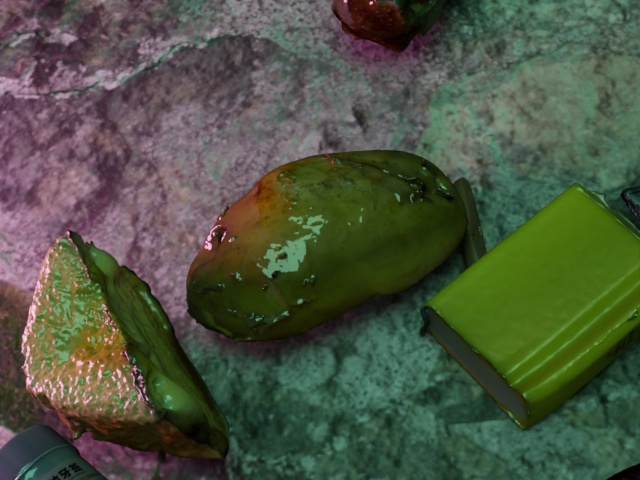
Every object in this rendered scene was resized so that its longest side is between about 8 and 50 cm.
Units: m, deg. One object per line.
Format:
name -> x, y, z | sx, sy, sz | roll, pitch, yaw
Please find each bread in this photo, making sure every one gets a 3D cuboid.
bread -> -0.203, 0.131, 1.304 | 0.133, 0.174, 0.252 | -38, 59, 3

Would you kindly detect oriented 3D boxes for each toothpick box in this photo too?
toothpick box -> -0.234, 0.256, 1.272 | 0.153, 0.101, 0.101 | 35, 69, 22

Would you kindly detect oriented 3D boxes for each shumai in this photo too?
shumai -> 0.061, -0.359, 1.523 | 0.261, 0.225, 0.222 | 45, 59, 4

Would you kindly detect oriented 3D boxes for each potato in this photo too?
potato -> 0.000, 0.000, 1.374 | 0.300, 0.140, 0.173 | -24, 64, -12

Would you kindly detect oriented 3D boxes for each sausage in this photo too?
sausage -> 0.156, -0.015, 1.433 | 0.026, 0.026, 0.116 | -10, 58, 1

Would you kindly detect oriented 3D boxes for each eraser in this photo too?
eraser -> 0.232, 0.062, 1.353 | 0.226, 0.069, 0.158 | -38, 61, -15

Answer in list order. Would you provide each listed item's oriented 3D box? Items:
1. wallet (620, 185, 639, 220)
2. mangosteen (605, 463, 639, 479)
wallet -> 0.381, 0.005, 1.365 | 0.111, 0.030, 0.166 | -10, 51, -40
mangosteen -> 0.316, 0.290, 1.143 | 0.216, 0.216, 0.216 | -3, 59, 5
